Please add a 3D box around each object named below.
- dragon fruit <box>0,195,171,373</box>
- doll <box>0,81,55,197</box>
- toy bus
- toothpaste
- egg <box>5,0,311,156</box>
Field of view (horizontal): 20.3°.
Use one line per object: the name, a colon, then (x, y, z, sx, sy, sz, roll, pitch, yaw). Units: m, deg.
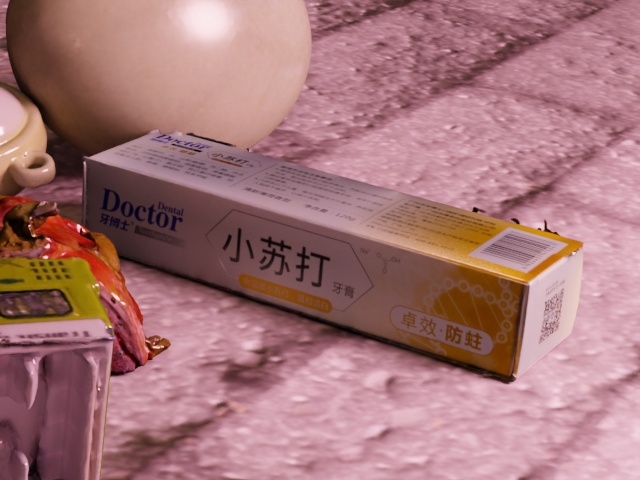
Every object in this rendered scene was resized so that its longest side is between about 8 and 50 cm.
dragon fruit: (-0.160, 0.015, 0.981, 0.147, 0.096, 0.102, -3, 19, -24)
doll: (-0.294, -0.099, 1.209, 0.296, 0.117, 0.141, 17, 34, 30)
toy bus: (-0.241, 0.073, 0.802, 0.302, 0.113, 0.139, -3, 26, -23)
toothpaste: (0.000, 0.000, 1.094, 0.313, 0.071, 0.089, 17, 26, 27)
egg: (-0.113, -0.141, 1.258, 0.186, 0.186, 0.253, 19, 10, 32)
